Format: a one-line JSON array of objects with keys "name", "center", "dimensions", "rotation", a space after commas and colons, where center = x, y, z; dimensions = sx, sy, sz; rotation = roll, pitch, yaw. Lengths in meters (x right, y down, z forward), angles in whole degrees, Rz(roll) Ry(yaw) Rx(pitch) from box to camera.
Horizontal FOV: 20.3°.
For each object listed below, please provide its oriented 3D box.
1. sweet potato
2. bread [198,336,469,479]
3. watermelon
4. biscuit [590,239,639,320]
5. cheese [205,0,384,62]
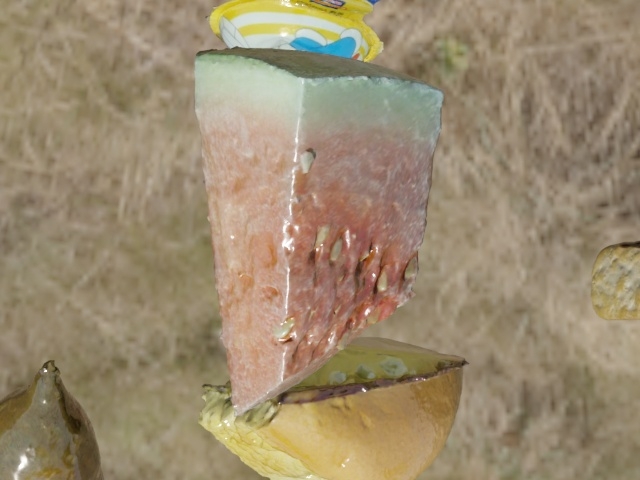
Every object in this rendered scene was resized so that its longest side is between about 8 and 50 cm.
[{"name": "sweet potato", "center": [-0.305, 0.264, 1.902], "dimensions": [0.158, 0.157, 0.369], "rotation": [4, 143, -1]}, {"name": "bread", "center": [0.028, 0.184, 1.824], "dimensions": [0.262, 0.162, 0.204], "rotation": [-12, -178, -32]}, {"name": "watermelon", "center": [0.000, 0.000, 1.222], "dimensions": [0.140, 0.256, 0.193], "rotation": [16, -167, 42]}, {"name": "biscuit", "center": [0.282, 0.035, 1.570], "dimensions": [0.018, 0.071, 0.147], "rotation": [7, 173, -28]}, {"name": "cheese", "center": [-0.015, -0.215, 1.751], "dimensions": [0.177, 0.069, 0.270], "rotation": [14, 161, -15]}]
